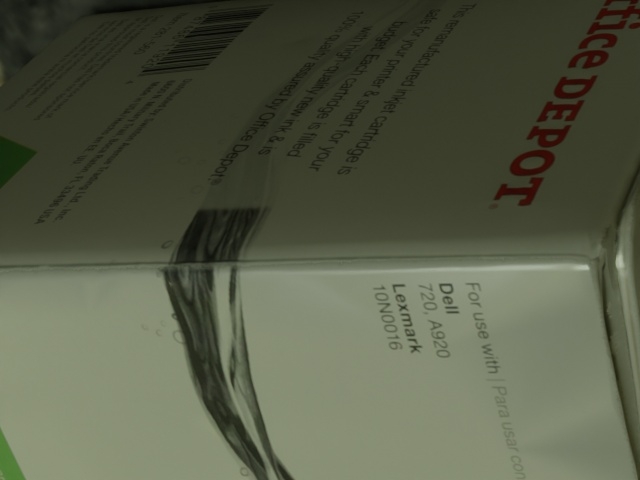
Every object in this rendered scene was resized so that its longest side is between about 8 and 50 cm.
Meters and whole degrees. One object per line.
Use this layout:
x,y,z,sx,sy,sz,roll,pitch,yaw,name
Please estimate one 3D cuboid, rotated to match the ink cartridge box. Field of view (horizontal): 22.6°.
0.000,0.000,0.437,0.219,0.160,0.092,-1,122,27,ink cartridge box
